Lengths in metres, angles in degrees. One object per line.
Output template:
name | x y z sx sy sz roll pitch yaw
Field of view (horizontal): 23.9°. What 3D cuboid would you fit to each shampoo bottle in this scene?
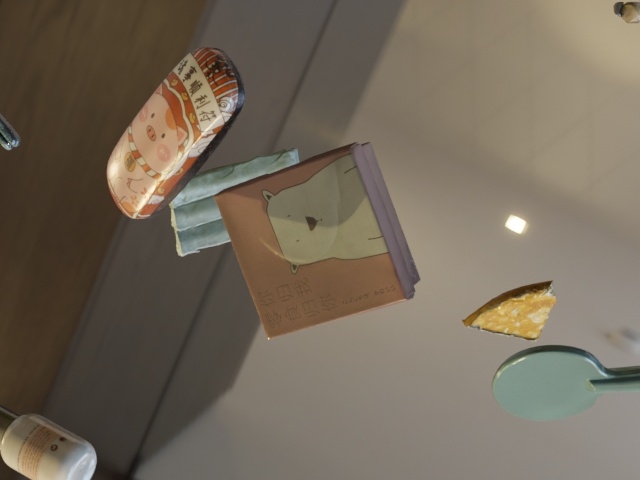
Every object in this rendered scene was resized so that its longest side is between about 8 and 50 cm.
shampoo bottle | -0.366 0.246 1.863 0.192 0.074 0.074 23 -164 24

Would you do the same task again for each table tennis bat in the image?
table tennis bat | 0.361 0.198 2.106 0.244 0.153 0.040 -4 -136 4

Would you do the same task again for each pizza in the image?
pizza | 0.243 0.094 1.871 0.108 0.123 0.026 53 -162 -46

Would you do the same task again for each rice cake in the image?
rice cake | -0.121 -0.058 2.249 0.211 0.124 0.038 -12 -171 -15

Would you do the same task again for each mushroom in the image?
mushroom | 0.468 -0.334 2.096 0.060 0.061 0.187 46 -140 16

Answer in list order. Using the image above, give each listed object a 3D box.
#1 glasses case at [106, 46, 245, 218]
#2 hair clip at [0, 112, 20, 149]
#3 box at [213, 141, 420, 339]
glasses case | -0.185 -0.132 1.905 0.067 0.267 0.103 -7 -123 -47
hair clip | -0.380 -0.159 1.437 0.229 0.070 0.039 30 -164 3
box | 0.000 0.000 1.978 0.086 0.215 0.215 -33 -76 -63
